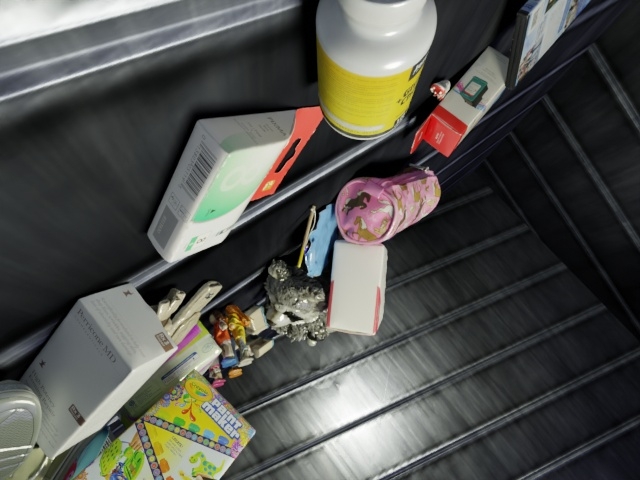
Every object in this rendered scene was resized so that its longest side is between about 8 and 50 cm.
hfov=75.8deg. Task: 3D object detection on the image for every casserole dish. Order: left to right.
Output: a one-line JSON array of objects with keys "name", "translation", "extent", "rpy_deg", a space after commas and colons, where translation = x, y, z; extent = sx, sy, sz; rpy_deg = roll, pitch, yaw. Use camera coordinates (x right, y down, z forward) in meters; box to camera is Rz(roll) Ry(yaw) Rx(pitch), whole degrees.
[{"name": "casserole dish", "translation": [-0.590, 0.547, 1.011], "extent": [0.114, 0.037, 0.189], "rpy_deg": [-27, -145, 47]}]

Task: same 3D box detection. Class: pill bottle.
[{"name": "pill bottle", "translation": [0.047, -0.178, 0.382], "extent": [0.103, 0.103, 0.184], "rpy_deg": [-39, 170, -7]}]

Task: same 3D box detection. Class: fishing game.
[{"name": "fishing game", "translation": [0.000, 0.000, 0.993], "extent": [0.264, 0.041, 0.189], "rpy_deg": [-11, 116, -69]}]

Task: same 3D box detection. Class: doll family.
[{"name": "doll family", "translation": [-0.239, 0.265, 1.082], "extent": [0.118, 0.163, 0.263], "rpy_deg": [-7, 149, -30]}]

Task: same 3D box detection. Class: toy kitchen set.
[{"name": "toy kitchen set", "translation": [-0.242, 0.284, 1.406], "extent": [0.207, 0.166, 0.122], "rpy_deg": [1, -157, 44]}]

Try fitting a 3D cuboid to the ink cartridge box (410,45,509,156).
[{"name": "ink cartridge box", "translation": [0.297, -0.271, 0.873], "extent": [0.231, 0.078, 0.134], "rpy_deg": [-49, 170, -1]}]

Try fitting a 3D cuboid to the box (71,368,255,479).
[{"name": "box", "translation": [-0.318, 0.449, 0.770], "extent": [0.290, 0.177, 0.279], "rpy_deg": [-51, 174, 37]}]

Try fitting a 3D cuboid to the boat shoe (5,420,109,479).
[{"name": "boat shoe", "translation": [-0.446, 0.333, 0.641], "extent": [0.303, 0.109, 0.094], "rpy_deg": [-59, 142, -32]}]

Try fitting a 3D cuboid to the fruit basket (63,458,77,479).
[{"name": "fruit basket", "translation": [-0.579, 0.504, 0.822], "extent": [0.327, 0.165, 0.353], "rpy_deg": [-54, 176, 17]}]

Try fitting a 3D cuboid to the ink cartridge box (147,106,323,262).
[{"name": "ink cartridge box", "translation": [-0.081, -0.075, 0.505], "extent": [0.224, 0.056, 0.181], "rpy_deg": [-26, 162, -49]}]

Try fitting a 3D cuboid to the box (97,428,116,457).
[{"name": "box", "translation": [-0.655, 0.647, 1.172], "extent": [0.093, 0.156, 0.158], "rpy_deg": [-43, 169, 22]}]

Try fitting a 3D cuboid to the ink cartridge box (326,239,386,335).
[{"name": "ink cartridge box", "translation": [0.111, 0.122, 1.134], "extent": [0.306, 0.131, 0.227], "rpy_deg": [24, 71, -79]}]

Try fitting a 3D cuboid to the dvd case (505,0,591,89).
[{"name": "dvd case", "translation": [0.425, -0.418, 0.733], "extent": [0.253, 0.022, 0.180], "rpy_deg": [-49, 155, -4]}]

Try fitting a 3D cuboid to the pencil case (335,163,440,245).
[{"name": "pencil case", "translation": [0.185, -0.100, 1.057], "extent": [0.159, 0.167, 0.386], "rpy_deg": [-5, -168, 33]}]

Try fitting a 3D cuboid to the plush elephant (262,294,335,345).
[{"name": "plush elephant", "translation": [-0.027, 0.247, 1.461], "extent": [0.329, 0.255, 0.272], "rpy_deg": [-33, 167, -35]}]

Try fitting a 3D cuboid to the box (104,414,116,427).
[{"name": "box", "translation": [-0.495, 0.428, 1.162], "extent": [0.136, 0.037, 0.225], "rpy_deg": [-45, 167, 24]}]

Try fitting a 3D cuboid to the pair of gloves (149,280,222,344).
[{"name": "pair of gloves", "translation": [-0.285, 0.158, 0.732], "extent": [0.204, 0.042, 0.240], "rpy_deg": [-53, 174, 8]}]

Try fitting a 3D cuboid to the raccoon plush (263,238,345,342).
[{"name": "raccoon plush", "translation": [-0.033, 0.077, 1.183], "extent": [0.299, 0.215, 0.447], "rpy_deg": [100, 7, -52]}]

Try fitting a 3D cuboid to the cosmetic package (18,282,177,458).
[{"name": "cosmetic package", "translation": [-0.310, 0.177, 0.555], "extent": [0.231, 0.117, 0.085], "rpy_deg": [-46, 169, 23]}]

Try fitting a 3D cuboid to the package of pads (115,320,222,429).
[{"name": "package of pads", "translation": [-0.365, 0.319, 0.964], "extent": [0.229, 0.101, 0.296], "rpy_deg": [-37, 172, -38]}]

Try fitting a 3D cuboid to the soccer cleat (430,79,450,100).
[{"name": "soccer cleat", "translation": [0.231, -0.291, 0.782], "extent": [0.036, 0.029, 0.083], "rpy_deg": [-52, 170, 17]}]

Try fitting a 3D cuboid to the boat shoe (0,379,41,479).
[{"name": "boat shoe", "translation": [-0.467, 0.279, 0.521], "extent": [0.320, 0.103, 0.118], "rpy_deg": [-50, 148, 18]}]
